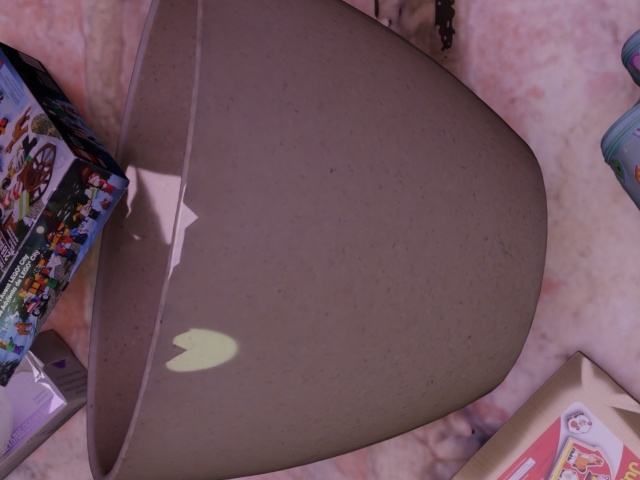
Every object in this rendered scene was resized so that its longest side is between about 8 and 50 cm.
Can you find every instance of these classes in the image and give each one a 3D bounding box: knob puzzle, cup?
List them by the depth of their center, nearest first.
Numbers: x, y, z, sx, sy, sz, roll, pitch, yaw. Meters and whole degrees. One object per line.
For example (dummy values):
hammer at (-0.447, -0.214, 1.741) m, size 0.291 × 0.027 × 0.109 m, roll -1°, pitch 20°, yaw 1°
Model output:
cup at (0.000, 0.000, 0.933) m, size 0.237 × 0.331 × 0.331 m, roll 9°, pitch 95°, yaw -14°
knob puzzle at (0.187, 0.199, 1.013) m, size 0.213 × 0.030 × 0.213 m, roll 0°, pitch 92°, yaw 15°

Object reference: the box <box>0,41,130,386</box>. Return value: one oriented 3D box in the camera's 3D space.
box at (-0.219, -0.027, 1.026) m, size 0.159 × 0.044 × 0.233 m, roll -57°, pitch 34°, yaw 9°

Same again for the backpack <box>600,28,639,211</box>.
backpack at (0.258, -0.085, 0.912) m, size 0.188 × 0.166 × 0.144 m, roll -41°, pitch 80°, yaw 9°

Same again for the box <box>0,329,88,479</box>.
box at (-0.304, 0.193, 1.124) m, size 0.324 × 0.067 × 0.063 m, roll -42°, pitch 81°, yaw 14°
